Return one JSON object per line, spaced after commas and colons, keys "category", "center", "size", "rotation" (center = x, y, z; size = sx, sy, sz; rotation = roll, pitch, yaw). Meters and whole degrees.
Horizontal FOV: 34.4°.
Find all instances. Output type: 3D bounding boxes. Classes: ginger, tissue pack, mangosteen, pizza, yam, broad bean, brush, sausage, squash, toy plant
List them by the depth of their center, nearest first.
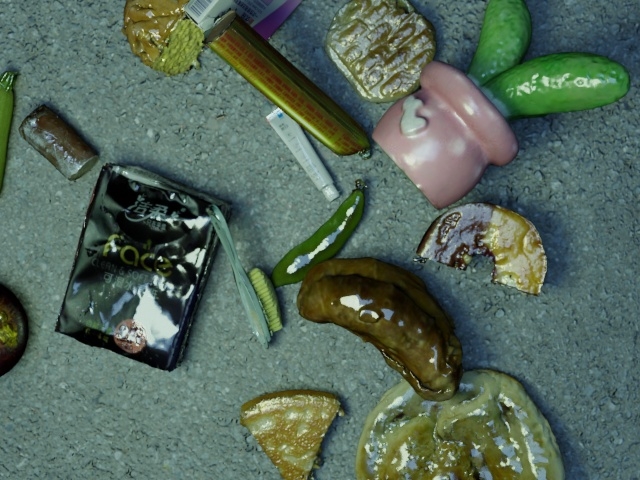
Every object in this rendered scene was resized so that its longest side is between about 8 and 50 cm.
{"category": "toy plant", "center": [0.274, -0.207, 1.665], "size": [0.356, 0.210, 0.317], "rotation": [-38, 47, -1]}
{"category": "sausage", "center": [-0.040, -0.242, 1.717], "size": [0.082, 0.082, 0.371], "rotation": [-46, 123, 9]}
{"category": "ginger", "center": [0.119, 0.128, 1.749], "size": [0.321, 0.165, 0.172], "rotation": [32, 82, 10]}
{"category": "brush", "center": [-0.121, 0.056, 1.787], "size": [0.060, 0.068, 0.297], "rotation": [-30, 122, -18]}
{"category": "broad bean", "center": [0.003, 0.003, 1.818], "size": [0.065, 0.046, 0.254], "rotation": [42, 100, -8]}
{"category": "tissue pack", "center": [-0.317, 0.045, 1.832], "size": [0.245, 0.123, 0.332], "rotation": [20, 97, 4]}
{"category": "pizza", "center": [-0.048, 0.359, 1.850], "size": [0.188, 0.062, 0.199], "rotation": [-2, 102, 1]}
{"category": "yam", "center": [-0.473, -0.174, 1.862], "size": [0.141, 0.079, 0.079], "rotation": [43, 99, 3]}
{"category": "mangosteen", "center": [-0.642, 0.166, 1.877], "size": [0.217, 0.192, 0.192], "rotation": [-12, 93, 41]}
{"category": "squash", "center": [-0.601, -0.188, 1.887], "size": [0.066, 0.066, 0.252], "rotation": [11, 95, 8]}

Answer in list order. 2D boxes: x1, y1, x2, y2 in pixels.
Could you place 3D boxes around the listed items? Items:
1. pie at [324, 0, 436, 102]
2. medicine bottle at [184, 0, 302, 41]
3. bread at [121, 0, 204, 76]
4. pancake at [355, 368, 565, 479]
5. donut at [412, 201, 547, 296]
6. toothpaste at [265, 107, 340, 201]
{"category": "pie", "center": [0.108, -0.335, 1.776], "size": [0.195, 0.046, 0.195], "rotation": [1, 96, 10]}
{"category": "medicine bottle", "center": [-0.121, -0.402, 1.727], "size": [0.171, 0.201, 0.052], "rotation": [-48, 69, 8]}
{"category": "bread", "center": [-0.232, -0.419, 1.771], "size": [0.147, 0.160, 0.260], "rotation": [42, 102, 12]}
{"category": "pancake", "center": [0.238, 0.407, 1.795], "size": [0.387, 0.082, 0.387], "rotation": [1, 93, 13]}
{"category": "donut", "center": [0.285, 0.008, 1.756], "size": [0.217, 0.085, 0.141], "rotation": [23, 97, 5]}
{"category": "toothpaste", "center": [-0.027, -0.151, 1.820], "size": [0.048, 0.031, 0.190], "rotation": [-35, 86, 12]}
